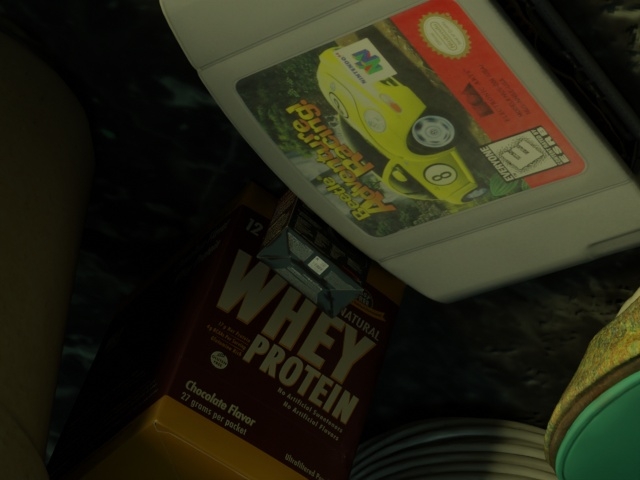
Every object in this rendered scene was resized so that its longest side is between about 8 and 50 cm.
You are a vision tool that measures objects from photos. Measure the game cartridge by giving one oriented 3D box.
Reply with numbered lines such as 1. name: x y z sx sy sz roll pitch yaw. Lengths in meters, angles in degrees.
1. game cartridge: 0.052 -0.080 0.987 0.196 0.060 0.294 -17 129 40

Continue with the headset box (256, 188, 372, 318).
1. headset box: 0.000 0.000 1.075 0.062 0.083 0.032 40 116 -13

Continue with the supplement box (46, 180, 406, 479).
1. supplement box: -0.067 0.105 1.131 0.129 0.194 0.191 33 139 -16

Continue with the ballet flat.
1. ballet flat: 0.236 0.037 0.999 0.123 0.123 0.348 25 144 -7

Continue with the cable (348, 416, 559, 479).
1. cable: 0.121 0.236 1.273 0.257 0.089 0.257 -18 127 28

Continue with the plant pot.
1. plant pot: -0.277 0.037 1.036 0.334 0.305 0.334 9 143 7
